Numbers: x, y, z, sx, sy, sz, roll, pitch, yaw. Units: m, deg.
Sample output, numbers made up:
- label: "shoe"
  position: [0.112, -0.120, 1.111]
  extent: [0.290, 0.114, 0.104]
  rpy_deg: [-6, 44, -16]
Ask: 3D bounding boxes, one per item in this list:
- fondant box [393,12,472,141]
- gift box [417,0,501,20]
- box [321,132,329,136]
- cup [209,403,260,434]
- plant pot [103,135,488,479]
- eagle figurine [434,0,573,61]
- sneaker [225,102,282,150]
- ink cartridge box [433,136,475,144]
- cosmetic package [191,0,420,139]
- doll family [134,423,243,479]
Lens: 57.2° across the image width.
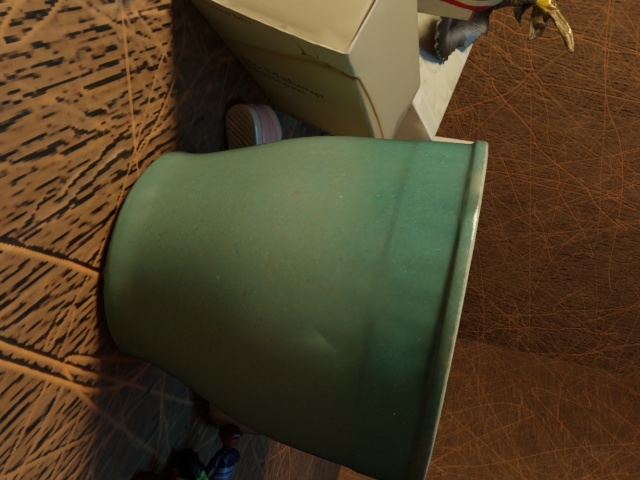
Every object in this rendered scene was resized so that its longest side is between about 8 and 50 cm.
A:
- label: "fondant box"
  position: [0.131, -0.334, 0.932]
  extent: [0.238, 0.096, 0.330]
  rpy_deg: [56, 42, -29]
- label: "gift box"
  position: [0.109, -0.388, 0.609]
  extent: [0.255, 0.276, 0.258]
  rpy_deg: [56, 46, -80]
- label: "box"
  position: [0.007, -0.130, 1.023]
  extent: [0.081, 0.028, 0.136]
  rpy_deg: [85, 22, -55]
- label: "cup"
  position: [0.030, 0.110, 0.761]
  extent: [0.331, 0.236, 0.331]
  rpy_deg: [14, 90, -84]
- label: "plant pot"
  position: [-0.018, 0.034, 0.485]
  extent: [0.271, 0.255, 0.272]
  rpy_deg: [11, 90, -78]
- label: "eagle figurine"
  position: [0.255, -0.415, 0.922]
  extent: [0.226, 0.298, 0.225]
  rpy_deg: [58, -35, 41]
- label: "sneaker"
  position: [-0.069, -0.084, 0.635]
  extent: [0.070, 0.051, 0.134]
  rpy_deg: [-45, 141, -61]
- label: "ink cartridge box"
  position: [0.280, -0.185, 1.636]
  extent: [0.395, 0.285, 0.166]
  rpy_deg: [-2, 102, -79]
- label: "cosmetic package"
  position: [0.005, -0.195, 0.578]
  extent: [0.113, 0.160, 0.309]
  rpy_deg: [-63, 167, 0]
- label: "doll family"
  position: [-0.134, 0.259, 0.610]
  extent: [0.193, 0.076, 0.111]
  rpy_deg: [12, 85, -83]
